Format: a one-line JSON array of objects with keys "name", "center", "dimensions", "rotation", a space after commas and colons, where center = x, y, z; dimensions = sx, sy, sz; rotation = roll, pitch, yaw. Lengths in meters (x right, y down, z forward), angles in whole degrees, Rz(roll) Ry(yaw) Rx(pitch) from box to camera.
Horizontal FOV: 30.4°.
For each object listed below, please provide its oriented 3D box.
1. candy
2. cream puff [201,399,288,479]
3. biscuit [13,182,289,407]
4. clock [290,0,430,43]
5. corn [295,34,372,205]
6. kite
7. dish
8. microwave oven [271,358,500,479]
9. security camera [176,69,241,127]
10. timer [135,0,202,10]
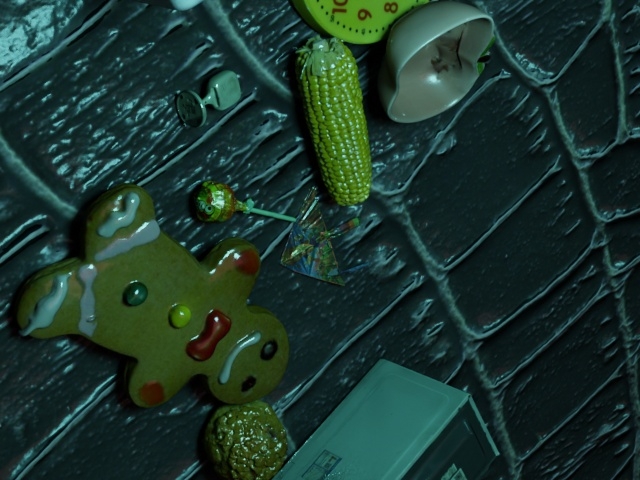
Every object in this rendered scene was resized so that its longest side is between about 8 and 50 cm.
[{"name": "candy", "center": [-0.104, -0.044, 1.720], "dimensions": [0.201, 0.060, 0.060], "rotation": [11, 98, -49]}, {"name": "cream puff", "center": [-0.107, 0.310, 1.792], "dimensions": [0.126, 0.103, 0.144], "rotation": [-33, 125, -27]}, {"name": "biscuit", "center": [-0.192, 0.108, 1.652], "dimensions": [0.432, 0.064, 0.283], "rotation": [40, 86, -36]}, {"name": "clock", "center": [0.075, -0.424, 1.711], "dimensions": [0.294, 0.071, 0.277], "rotation": [-12, 112, -35]}, {"name": "corn", "center": [0.023, -0.174, 1.742], "dimensions": [0.091, 0.091, 0.260], "rotation": [-15, 119, -6]}, {"name": "kite", "center": [0.000, 0.000, 1.835], "dimensions": [0.160, 0.010, 0.182], "rotation": [-29, 118, -24]}, {"name": "dish", "center": [0.161, -0.281, 1.784], "dimensions": [0.213, 0.090, 0.213], "rotation": [-30, 153, -17]}, {"name": "microwave oven", "center": [0.108, 0.376, 1.902], "dimensions": [0.295, 0.237, 0.181], "rotation": [-45, 129, -23]}, {"name": "security camera", "center": [-0.150, -0.199, 1.631], "dimensions": [0.092, 0.058, 0.058], "rotation": [-34, 124, -40]}, {"name": "timer", "center": [-0.179, -0.415, 1.432], "dimensions": [0.192, 0.194, 0.195], "rotation": [-38, 126, -23]}]
